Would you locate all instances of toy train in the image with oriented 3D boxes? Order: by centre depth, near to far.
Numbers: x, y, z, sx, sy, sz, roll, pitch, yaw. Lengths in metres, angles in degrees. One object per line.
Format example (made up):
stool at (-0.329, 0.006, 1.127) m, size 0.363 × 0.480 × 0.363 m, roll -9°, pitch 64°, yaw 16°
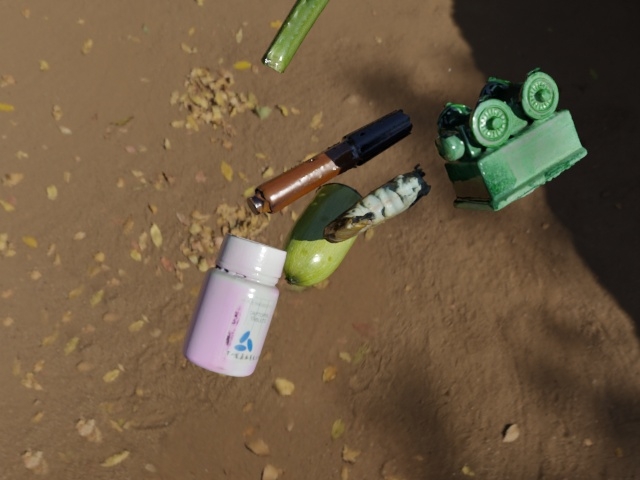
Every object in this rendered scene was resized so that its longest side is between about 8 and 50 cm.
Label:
toy train at (0.337, -0.189, 1.170) m, size 0.266 × 0.145 × 0.201 m, roll -30°, pitch 106°, yaw -17°

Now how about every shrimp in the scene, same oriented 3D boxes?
shrimp at (0.084, -0.054, 1.197) m, size 0.287 × 0.185 × 0.068 m, roll -25°, pitch 84°, yaw -56°

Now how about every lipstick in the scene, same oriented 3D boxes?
lipstick at (0.026, -0.170, 1.391) m, size 0.419 × 0.077 × 0.077 m, roll -31°, pitch 70°, yaw -20°

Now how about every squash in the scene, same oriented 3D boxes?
squash at (0.000, 0.000, 1.340) m, size 0.133 × 0.132 × 0.247 m, roll 24°, pitch 49°, yaw 8°

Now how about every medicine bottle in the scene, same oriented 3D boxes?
medicine bottle at (-0.163, 0.123, 1.241) m, size 0.152 × 0.152 × 0.254 m, roll 19°, pitch 88°, yaw 5°

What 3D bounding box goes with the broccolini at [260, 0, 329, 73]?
broccolini at (0.045, -0.163, 0.280) m, size 0.218 × 0.042 × 0.044 m, roll -55°, pitch 33°, yaw 12°
